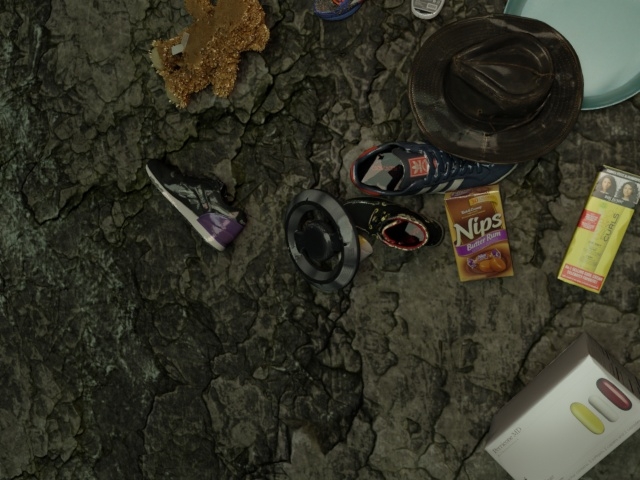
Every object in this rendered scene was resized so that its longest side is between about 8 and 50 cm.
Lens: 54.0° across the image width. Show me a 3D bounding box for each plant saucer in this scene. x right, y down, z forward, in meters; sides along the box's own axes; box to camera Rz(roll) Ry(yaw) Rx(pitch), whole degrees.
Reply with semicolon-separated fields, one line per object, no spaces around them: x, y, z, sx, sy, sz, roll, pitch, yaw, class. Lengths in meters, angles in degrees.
0.512;-0.408;1.203;0.317;0.043;0.318;2;94;21;plant saucer

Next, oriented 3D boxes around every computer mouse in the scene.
0.240;-0.547;1.295;0.106;0.042;0.193;22;95;13;computer mouse

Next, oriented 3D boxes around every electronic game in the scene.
0.000;0.000;1.371;0.229;0.048;0.230;20;118;43;electronic game

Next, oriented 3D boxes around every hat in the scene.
0.323;-0.297;1.157;0.331;0.134;0.332;-1;85;11;hat

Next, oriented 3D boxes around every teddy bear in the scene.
-0.259;-0.451;1.459;0.338;0.113;0.245;-46;71;24;teddy bear

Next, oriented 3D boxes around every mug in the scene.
0.072;0.023;1.391;0.062;0.078;0.064;31;116;-18;mug

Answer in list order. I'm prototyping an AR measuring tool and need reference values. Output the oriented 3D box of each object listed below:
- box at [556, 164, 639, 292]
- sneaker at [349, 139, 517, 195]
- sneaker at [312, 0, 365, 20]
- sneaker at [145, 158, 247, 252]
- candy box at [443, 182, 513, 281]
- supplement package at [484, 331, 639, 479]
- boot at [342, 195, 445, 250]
0.538;-0.022;1.210;0.087;0.058;0.232;23;101;16;box
0.224;-0.150;1.268;0.349;0.148;0.131;-11;90;20;sneaker
0.078;-0.543;1.327;0.221;0.087;0.083;-24;85;20;sneaker
-0.289;-0.112;1.497;0.124;0.107;0.283;-45;82;2;sneaker
0.319;-0.015;1.263;0.109;0.053;0.187;-9;110;20;candy box
0.461;0.328;1.184;0.145;0.204;0.262;44;107;13;supplement package
0.131;-0.038;1.292;0.236;0.178;0.085;17;99;17;boot
